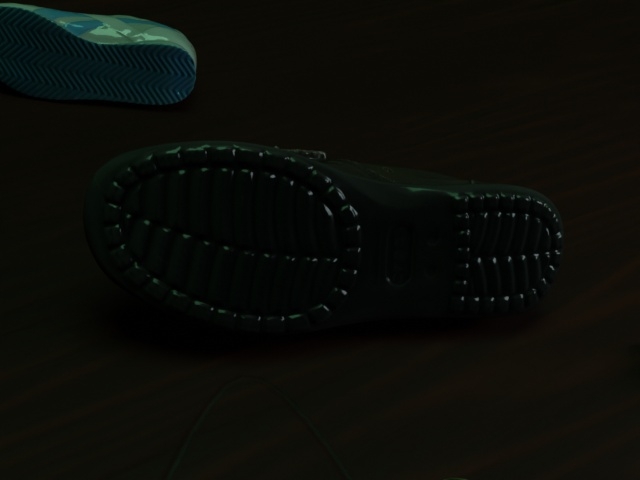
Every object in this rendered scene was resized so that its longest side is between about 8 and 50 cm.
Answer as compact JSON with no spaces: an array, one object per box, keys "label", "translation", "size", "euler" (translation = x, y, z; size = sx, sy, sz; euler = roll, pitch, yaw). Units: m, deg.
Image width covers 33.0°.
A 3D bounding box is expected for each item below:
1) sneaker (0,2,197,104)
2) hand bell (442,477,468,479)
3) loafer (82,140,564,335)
[{"label":"sneaker","translation":[-0.240,-0.192,1.103],"size":[0.228,0.087,0.092],"euler":[11,24,-10]},{"label":"hand bell","translation":[0.169,0.201,0.565],"size":[0.242,0.126,0.126],"euler":[11,29,-20]},{"label":"loafer","translation":[0.000,0.000,0.825],"size":[0.365,0.134,0.130],"euler":[8,7,-20]}]
